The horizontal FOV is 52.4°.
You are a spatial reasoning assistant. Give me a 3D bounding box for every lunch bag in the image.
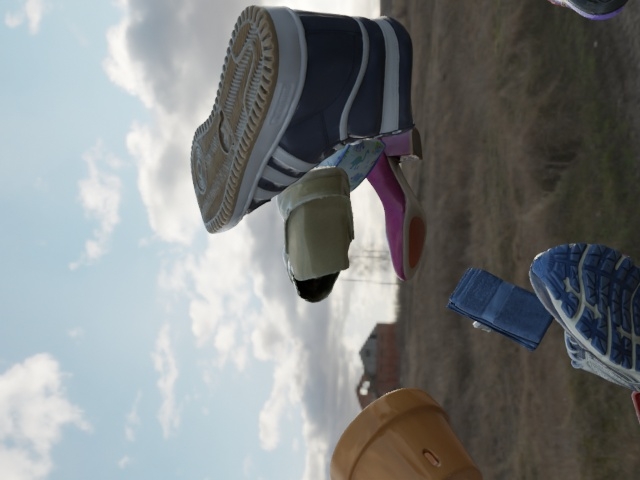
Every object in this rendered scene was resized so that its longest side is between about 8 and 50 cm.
[{"bbox_3d":[0.023,-0.134,1.153,0.129,0.096,0.151,-3,-52,-55],"label":"lunch bag"}]

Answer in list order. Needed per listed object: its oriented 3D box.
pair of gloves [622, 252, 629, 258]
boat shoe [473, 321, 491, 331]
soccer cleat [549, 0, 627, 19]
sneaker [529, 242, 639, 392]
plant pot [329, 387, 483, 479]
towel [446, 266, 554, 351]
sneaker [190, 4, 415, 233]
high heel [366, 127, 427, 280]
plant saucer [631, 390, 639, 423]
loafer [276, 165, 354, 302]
[{"bbox_3d":[0.498,0.063,1.181,0.159,0.198,0.023,-66,-24,-58],"label":"pair of gloves"},{"bbox_3d":[0.332,0.164,1.291,0.035,0.035,0.100,53,-159,14],"label":"boat shoe"},{"bbox_3d":[0.425,-0.438,1.092,0.318,0.108,0.116,-105,-10,-45],"label":"soccer cleat"},{"bbox_3d":[0.145,0.049,0.332,0.058,0.135,0.052,-15,45,57],"label":"sneaker"},{"bbox_3d":[0.192,0.483,1.338,0.203,0.291,0.291,38,140,48],"label":"plant pot"},{"bbox_3d":[0.219,0.080,0.782,0.067,0.119,0.029,-50,-31,-24],"label":"towel"},{"bbox_3d":[-0.020,-0.094,0.582,0.282,0.153,0.099,-51,56,57],"label":"sneaker"},{"bbox_3d":[0.151,-0.084,1.549,0.127,0.181,0.377,30,-122,-52],"label":"high heel"},{"bbox_3d":[0.678,0.341,1.060,0.048,0.258,0.259,-34,-73,-51],"label":"plant saucer"},{"bbox_3d":[0.000,0.000,0.864,0.268,0.102,0.092,91,162,-61],"label":"loafer"}]
